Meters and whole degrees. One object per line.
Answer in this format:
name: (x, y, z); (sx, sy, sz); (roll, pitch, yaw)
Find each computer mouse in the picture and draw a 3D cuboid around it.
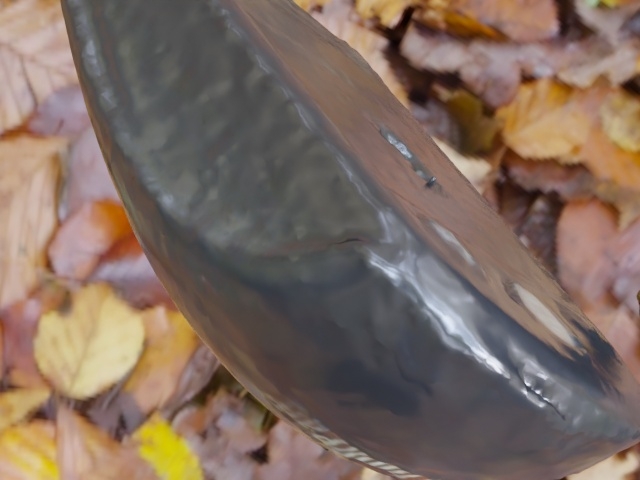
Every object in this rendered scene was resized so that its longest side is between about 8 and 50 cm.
computer mouse: (0.000, 0.000, 0.553); (0.100, 0.170, 0.269); (-45, 48, 11)

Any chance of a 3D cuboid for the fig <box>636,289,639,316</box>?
fig: (0.163, -0.019, 0.532); (0.117, 0.177, 0.117); (3, 63, -6)
